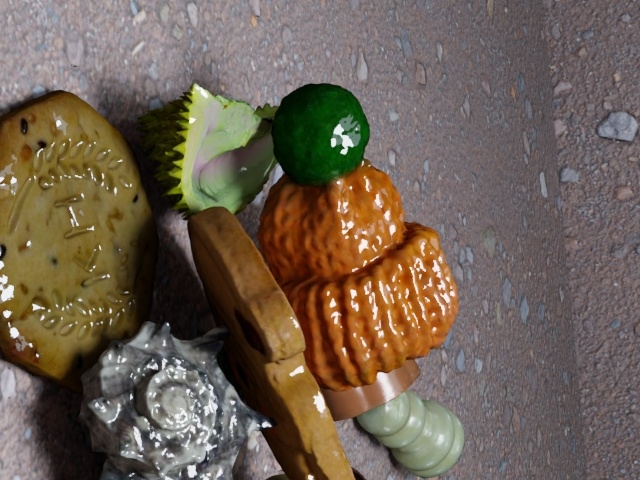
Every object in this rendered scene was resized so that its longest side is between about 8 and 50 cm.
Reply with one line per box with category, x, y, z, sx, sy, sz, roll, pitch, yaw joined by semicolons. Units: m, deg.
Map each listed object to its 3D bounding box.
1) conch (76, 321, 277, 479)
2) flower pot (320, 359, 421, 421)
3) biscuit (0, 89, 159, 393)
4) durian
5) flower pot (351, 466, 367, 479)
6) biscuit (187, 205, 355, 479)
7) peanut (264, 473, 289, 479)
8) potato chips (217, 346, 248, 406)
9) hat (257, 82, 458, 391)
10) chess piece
conch;-0.189;0.234;1.549;0.241;0.186;0.313;26;81;-51
flower pot;0.040;0.167;2.096;0.190;0.191;0.173;-40;110;-60
biscuit;-0.289;0.001;1.579;0.359;0.046;0.359;18;69;-62
durian;-0.129;-0.119;1.778;0.157;0.169;0.355;64;19;5
flower pot;0.038;0.418;2.126;0.089;0.111;0.111;57;35;-63
biscuit;-0.069;0.162;1.732;0.350;0.078;0.455;-128;-164;-60
peanut;-0.050;0.477;1.824;0.174;0.158;0.340;122;-17;-64
potato chips;-0.090;0.207;1.975;0.220;0.029;0.202;39;48;-54
hat;0.000;0.000;1.833;0.400;0.285;0.285;61;33;-24
chess piece;0.145;0.315;2.346;0.243;0.133;0.133;41;49;-50
